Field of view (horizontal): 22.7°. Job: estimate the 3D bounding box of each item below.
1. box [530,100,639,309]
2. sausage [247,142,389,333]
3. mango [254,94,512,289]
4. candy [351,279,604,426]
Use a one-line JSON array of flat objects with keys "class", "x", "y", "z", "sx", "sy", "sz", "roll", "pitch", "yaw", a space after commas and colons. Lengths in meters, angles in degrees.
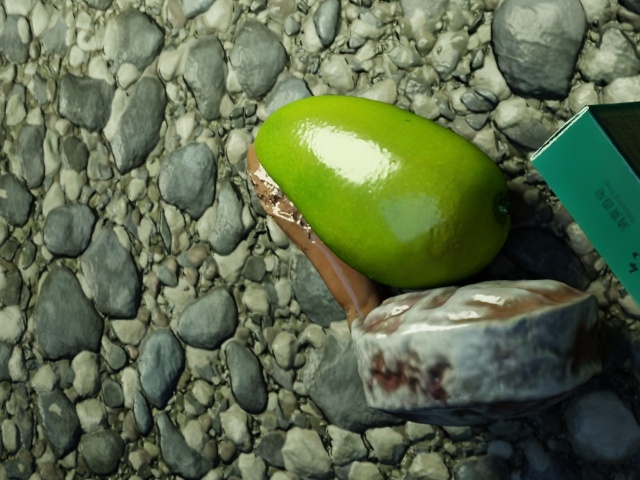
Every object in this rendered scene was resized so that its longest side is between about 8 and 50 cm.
[{"class": "box", "x": 0.346, "y": -0.023, "z": 1.640, "sx": 0.092, "sy": 0.153, "sz": 0.245, "roll": -45, "pitch": 69, "yaw": 32}, {"class": "sausage", "x": 0.000, "y": 0.000, "z": 1.933, "sx": 0.078, "sy": 0.078, "sz": 0.304, "roll": -44, "pitch": 72, "yaw": 30}, {"class": "mango", "x": 0.061, "y": -0.062, "z": 1.833, "sx": 0.343, "sy": 0.156, "sz": 0.192, "roll": 28, "pitch": 96, "yaw": 32}, {"class": "candy", "x": 0.172, "y": 0.124, "z": 1.742, "sx": 0.289, "sy": 0.214, "sz": 0.157, "roll": -8, "pitch": 95, "yaw": 38}]
